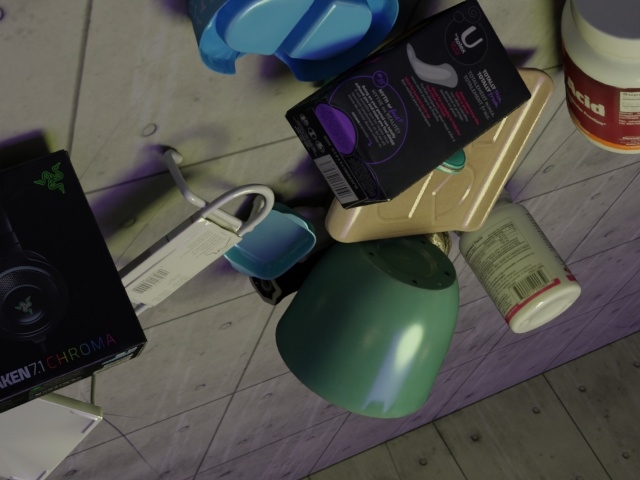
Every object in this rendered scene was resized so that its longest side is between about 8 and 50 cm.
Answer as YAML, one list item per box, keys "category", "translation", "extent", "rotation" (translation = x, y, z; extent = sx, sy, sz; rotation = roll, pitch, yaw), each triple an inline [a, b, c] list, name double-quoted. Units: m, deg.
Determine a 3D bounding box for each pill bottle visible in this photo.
- category: "pill bottle"
  translation: [0.492, -0.305, 1.761]
  extent: [0.224, 0.224, 0.392]
  rotation: [-32, 157, 2]
- category: "pill bottle"
  translation: [0.375, 0.028, 2.228]
  extent: [0.160, 0.283, 0.160]
  rotation: [-25, 157, -12]

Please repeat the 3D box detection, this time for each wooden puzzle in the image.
- category: "wooden puzzle"
  translation: [0.185, -0.151, 1.819]
  extent: [0.348, 0.080, 0.322]
  rotation: [-2, 127, -41]

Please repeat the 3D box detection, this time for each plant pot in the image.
- category: "plant pot"
  translation: [0.100, 0.115, 1.899]
  extent: [0.293, 0.293, 0.235]
  rotation: [-8, 134, -43]

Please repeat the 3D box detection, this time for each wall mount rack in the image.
- category: "wall mount rack"
  translation: [-0.211, 0.000, 1.674]
  extent: [0.350, 0.130, 0.304]
  rotation: [-36, 153, 13]

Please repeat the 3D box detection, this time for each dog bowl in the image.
- category: "dog bowl"
  translation: [-0.036, -0.279, 1.362]
  extent: [0.297, 0.074, 0.166]
  rotation: [-5, 146, -48]

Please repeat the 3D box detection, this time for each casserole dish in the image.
- category: "casserole dish"
  translation: [-0.083, -0.002, 1.851]
  extent: [0.114, 0.037, 0.188]
  rotation: [32, 136, -18]

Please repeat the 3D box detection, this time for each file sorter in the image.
- category: "file sorter"
  translation: [-0.470, 0.189, 1.552]
  extent: [0.278, 0.173, 0.193]
  rotation: [23, 127, -30]

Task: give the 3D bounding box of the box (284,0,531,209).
- category: "box"
  translation: [0.118, -0.182, 1.510]
  extent: [0.270, 0.165, 0.143]
  rotation: [-35, -169, -21]

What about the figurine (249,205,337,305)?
- category: "figurine"
  translation: [0.000, 0.000, 1.990]
  extent: [0.209, 0.092, 0.215]
  rotation: [-22, 156, -40]

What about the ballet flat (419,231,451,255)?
- category: "ballet flat"
  translation: [0.161, 0.030, 2.186]
  extent: [0.182, 0.164, 0.483]
  rotation: [-44, 171, -28]

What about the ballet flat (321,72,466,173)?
- category: "ballet flat"
  translation: [0.100, -0.167, 1.638]
  extent: [0.247, 0.083, 0.087]
  rotation: [35, 136, -20]

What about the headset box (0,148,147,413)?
- category: "headset box"
  translation: [-0.382, 0.052, 1.376]
  extent: [0.246, 0.283, 0.131]
  rotation: [-21, 171, -20]
